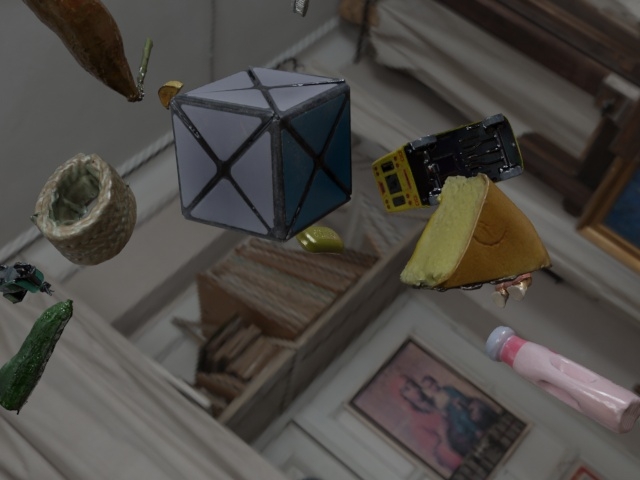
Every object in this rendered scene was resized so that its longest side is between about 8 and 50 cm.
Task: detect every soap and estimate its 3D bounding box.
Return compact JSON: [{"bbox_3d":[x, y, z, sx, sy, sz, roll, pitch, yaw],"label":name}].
[{"bbox_3d":[0.001,-0.001,2.297,0.140,0.089,0.045,2,-47,-44],"label":"soap"}]

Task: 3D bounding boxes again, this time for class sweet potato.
[{"bbox_3d":[-0.483,-0.435,1.957,0.131,0.336,0.131,-34,23,17],"label":"sweet potato"}]

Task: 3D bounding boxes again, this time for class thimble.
[{"bbox_3d":[-0.520,-0.069,2.075,0.148,0.196,0.229,63,-136,-57],"label":"thimble"}]

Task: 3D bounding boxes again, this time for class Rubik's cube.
[{"bbox_3d":[-0.104,-0.170,1.758,0.259,0.255,0.260,-38,-48,-48],"label":"Rubik's cube"}]

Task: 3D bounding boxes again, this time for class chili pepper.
[{"bbox_3d":[-0.440,0.170,1.452,0.059,0.088,0.227,10,-51,-45],"label":"chili pepper"}]

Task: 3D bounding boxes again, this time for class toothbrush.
[{"bbox_3d":[-0.019,-0.482,1.535,0.025,0.029,0.307,-48,-14,-28],"label":"toothbrush"}]

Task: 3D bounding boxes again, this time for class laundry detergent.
[{"bbox_3d":[0.496,0.284,1.934,0.159,0.335,0.087,26,-88,-55],"label":"laundry detergent"}]

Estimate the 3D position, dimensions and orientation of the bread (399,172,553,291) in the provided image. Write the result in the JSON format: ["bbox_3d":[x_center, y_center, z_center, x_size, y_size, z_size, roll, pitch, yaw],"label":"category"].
[{"bbox_3d":[0.197,0.025,1.210,0.160,0.169,0.140,-52,22,-13],"label":"bread"}]

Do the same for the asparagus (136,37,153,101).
[{"bbox_3d":[-0.405,-0.394,2.130,0.024,0.025,0.248,-55,25,35],"label":"asparagus"}]

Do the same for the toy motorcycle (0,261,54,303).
[{"bbox_3d":[-0.643,0.087,1.996,0.173,0.100,0.058,-15,45,43],"label":"toy motorcycle"}]

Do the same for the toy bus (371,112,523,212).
[{"bbox_3d":[0.272,-0.160,1.938,0.331,0.145,0.151,-19,1,-38],"label":"toy bus"}]

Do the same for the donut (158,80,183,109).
[{"bbox_3d":[-0.375,-0.371,2.355,0.083,0.067,0.038,81,-154,-49],"label":"donut"}]

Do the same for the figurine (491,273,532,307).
[{"bbox_3d":[0.321,0.019,1.731,0.111,0.195,0.102,-25,7,40],"label":"figurine"}]
